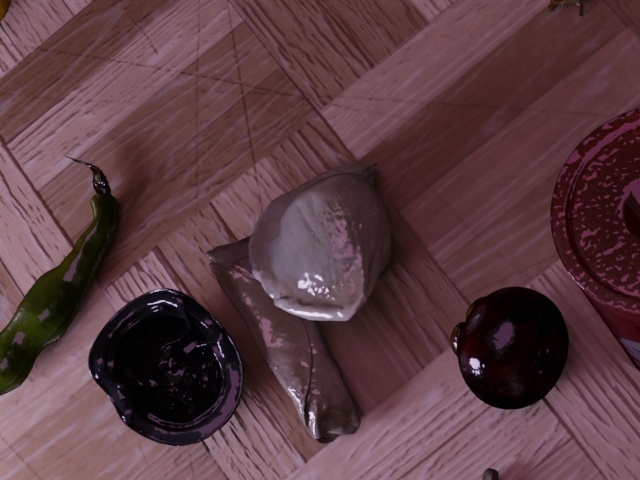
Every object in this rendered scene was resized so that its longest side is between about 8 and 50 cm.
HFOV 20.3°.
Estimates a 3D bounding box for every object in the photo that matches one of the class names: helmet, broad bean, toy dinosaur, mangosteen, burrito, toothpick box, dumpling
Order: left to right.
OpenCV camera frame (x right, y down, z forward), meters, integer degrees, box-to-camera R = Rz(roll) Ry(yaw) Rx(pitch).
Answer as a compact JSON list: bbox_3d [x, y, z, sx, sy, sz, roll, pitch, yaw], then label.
[{"bbox_3d":[-0.320,0.055,2.130,0.098,0.056,0.318,13,72,30],"label":"broad bean"},{"bbox_3d":[-0.164,0.145,2.014,0.153,0.107,0.177,-39,83,1],"label":"helmet"},{"bbox_3d":[-0.041,0.106,2.004,0.082,0.059,0.275,-24,64,-9],"label":"burrito"},{"bbox_3d":[0.000,0.003,1.987,0.166,0.126,0.216,-17,69,17],"label":"dumpling"},{"bbox_3d":[0.193,0.110,1.890,0.140,0.140,0.140,-6,70,18],"label":"mangosteen"},{"bbox_3d":[0.306,-0.291,2.026,0.113,0.026,0.041,-37,47,15],"label":"toy dinosaur"},{"bbox_3d":[0.355,0.021,1.733,0.204,0.333,0.204,-6,71,19],"label":"toothpick box"}]

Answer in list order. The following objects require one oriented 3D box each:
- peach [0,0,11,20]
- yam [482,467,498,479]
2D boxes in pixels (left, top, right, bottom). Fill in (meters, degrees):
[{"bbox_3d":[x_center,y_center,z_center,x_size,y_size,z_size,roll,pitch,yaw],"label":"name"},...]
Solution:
[{"bbox_3d":[-0.475,-0.330,2.288,0.179,0.103,0.179,-7,71,21],"label":"peach"},{"bbox_3d":[0.170,0.297,1.883,0.021,0.021,0.116,8,76,23],"label":"yam"}]
